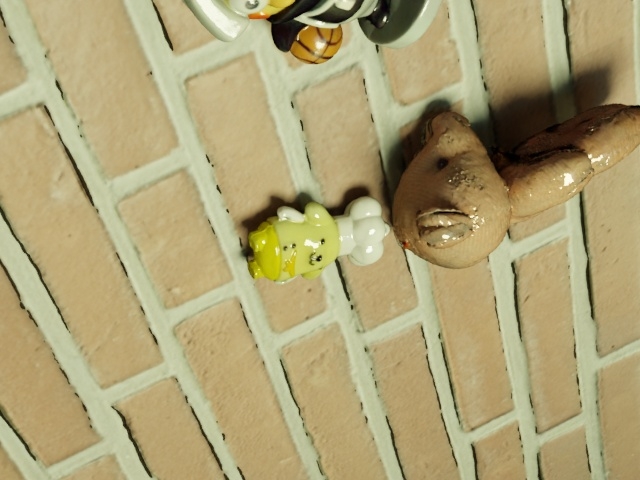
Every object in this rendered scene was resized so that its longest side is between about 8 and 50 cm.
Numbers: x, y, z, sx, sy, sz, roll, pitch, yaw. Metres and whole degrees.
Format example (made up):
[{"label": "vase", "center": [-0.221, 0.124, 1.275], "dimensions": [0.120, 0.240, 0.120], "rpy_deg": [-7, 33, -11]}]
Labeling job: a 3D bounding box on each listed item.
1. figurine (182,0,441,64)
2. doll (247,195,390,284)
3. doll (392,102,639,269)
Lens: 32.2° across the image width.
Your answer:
[{"label": "figurine", "center": [-0.024, -0.236, 0.964], "dimensions": [0.236, 0.133, 0.176], "rpy_deg": [6, 133, -36]}, {"label": "doll", "center": [0.000, 0.000, 1.202], "dimensions": [0.162, 0.062, 0.106], "rpy_deg": [-13, 134, -19]}, {"label": "doll", "center": [0.203, -0.093, 1.186], "dimensions": [0.303, 0.201, 0.156], "rpy_deg": [-33, 96, -8]}]
